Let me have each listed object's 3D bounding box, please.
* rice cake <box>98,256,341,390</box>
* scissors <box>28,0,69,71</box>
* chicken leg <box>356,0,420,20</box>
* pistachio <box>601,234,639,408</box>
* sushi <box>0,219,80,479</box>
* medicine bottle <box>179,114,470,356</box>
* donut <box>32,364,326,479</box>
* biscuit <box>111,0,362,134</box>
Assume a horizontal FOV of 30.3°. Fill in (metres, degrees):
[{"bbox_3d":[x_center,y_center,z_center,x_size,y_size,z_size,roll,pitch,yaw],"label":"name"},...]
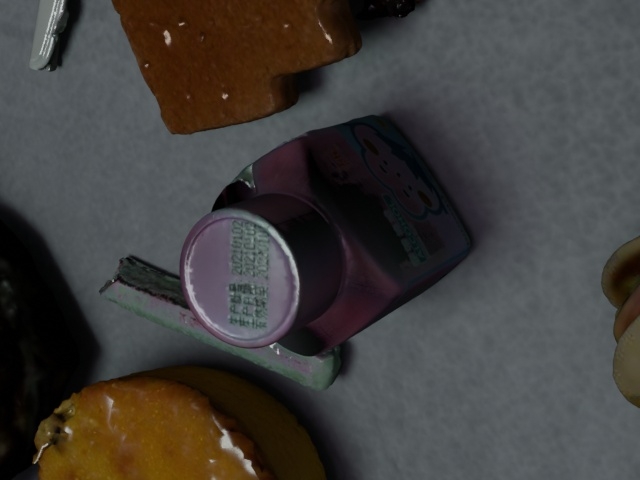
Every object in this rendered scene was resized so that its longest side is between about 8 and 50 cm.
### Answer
[{"bbox_3d":[-0.076,0.058,0.865,0.207,0.033,0.033,19,121,25],"label":"rice cake"},{"bbox_3d":[-0.188,-0.223,0.862,0.101,0.027,0.204,25,112,23],"label":"scissors"},{"bbox_3d":[0.028,-0.261,0.715,0.106,0.051,0.253,7,108,26],"label":"chicken leg"},{"bbox_3d":[0.248,0.021,0.612,0.215,0.144,0.144,-23,90,30],"label":"pistachio"},{"bbox_3d":[-0.388,0.121,0.902,0.281,0.294,0.299,44,121,20],"label":"sushi"},{"bbox_3d":[0.000,0.000,0.716,0.094,0.188,0.119,-38,83,31],"label":"medicine bottle"},{"bbox_3d":[-0.103,0.210,0.871,0.253,0.118,0.253,6,102,27],"label":"donut"},{"bbox_3d":[-0.063,-0.190,0.750,0.284,0.043,0.306,39,138,19],"label":"biscuit"}]
